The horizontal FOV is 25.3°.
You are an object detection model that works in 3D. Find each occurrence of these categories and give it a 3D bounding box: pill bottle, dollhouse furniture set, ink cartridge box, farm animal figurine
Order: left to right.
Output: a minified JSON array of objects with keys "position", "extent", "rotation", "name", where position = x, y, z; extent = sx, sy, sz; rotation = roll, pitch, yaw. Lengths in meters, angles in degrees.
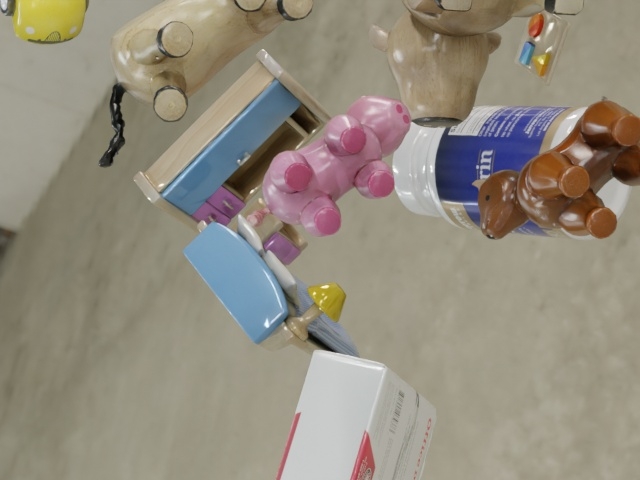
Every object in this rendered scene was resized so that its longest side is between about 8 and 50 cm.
[{"position":[0.000,0.000,1.526],"extent":[0.198,0.286,0.303],"rotation":[-44,56,6],"name":"dollhouse furniture set"},{"position":[0.031,0.159,1.104],"extent":[0.063,0.150,0.109],"rotation":[11,75,23],"name":"ink cartridge box"},{"position":[0.060,-0.152,0.866],"extent":[0.172,0.330,0.326],"rotation":[-141,71,-72],"name":"farm animal figurine"},{"position":[0.222,-0.084,1.691],"extent":[0.265,0.153,0.153],"rotation":[6,77,46],"name":"pill bottle"}]

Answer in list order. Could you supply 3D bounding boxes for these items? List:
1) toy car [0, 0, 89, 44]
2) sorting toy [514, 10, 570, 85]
[{"position":[-0.197,-0.283,1.019],"extent":[0.225,0.239,0.053],"rotation":[-45,7,-32],"name":"toy car"},{"position":[0.193,-0.183,1.232],"extent":[0.062,0.012,0.083],"rotation":[52,132,53],"name":"sorting toy"}]
